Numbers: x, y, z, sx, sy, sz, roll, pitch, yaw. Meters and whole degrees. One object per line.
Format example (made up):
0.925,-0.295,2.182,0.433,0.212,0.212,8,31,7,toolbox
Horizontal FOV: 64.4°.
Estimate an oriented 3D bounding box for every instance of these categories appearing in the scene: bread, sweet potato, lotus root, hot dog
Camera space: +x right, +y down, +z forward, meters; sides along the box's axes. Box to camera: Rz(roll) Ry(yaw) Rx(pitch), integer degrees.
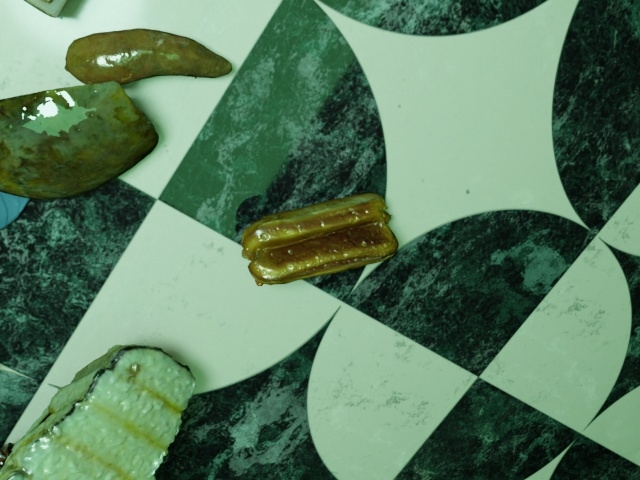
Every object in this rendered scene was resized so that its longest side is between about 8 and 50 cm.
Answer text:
-0.471,0.400,1.060,0.239,0.264,0.395,47,57,-22,bread
-0.304,-0.325,0.902,0.291,0.097,0.098,-6,113,-12,sweet potato
-0.452,-0.170,0.882,0.313,0.142,0.210,-26,115,-11,lotus root
0.000,0.000,1.102,0.348,0.117,0.158,-14,87,-16,hot dog

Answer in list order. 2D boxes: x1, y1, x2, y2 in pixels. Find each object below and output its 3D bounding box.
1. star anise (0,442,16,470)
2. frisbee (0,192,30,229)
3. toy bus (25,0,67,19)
-0.673,0.525,1.157,0.214,0.099,0.220,-40,121,19,star anise
-0.673,-0.131,0.908,0.289,0.049,0.290,-5,113,-12,frisbee
-0.418,-0.448,0.805,0.091,0.103,0.182,30,103,-41,toy bus
